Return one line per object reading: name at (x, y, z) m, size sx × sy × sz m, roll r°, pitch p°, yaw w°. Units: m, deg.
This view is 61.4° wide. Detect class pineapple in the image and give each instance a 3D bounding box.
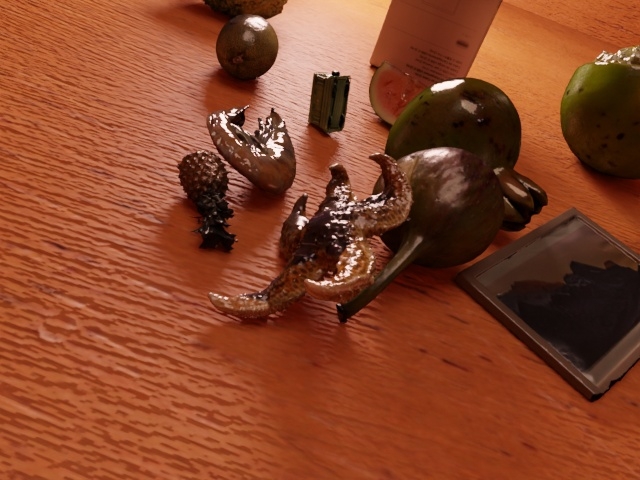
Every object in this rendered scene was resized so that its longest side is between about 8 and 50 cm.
pineapple at (-0.116, -0.036, 0.568) m, size 0.058 × 0.058 × 0.124 m, roll -1°, pitch 55°, yaw -27°

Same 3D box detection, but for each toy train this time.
toy train at (0.013, -0.211, 0.817) m, size 0.038 × 0.093 × 0.056 m, roll -17°, pitch 36°, yaw -39°

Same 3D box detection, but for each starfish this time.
starfish at (0.001, 0.002, 0.510) m, size 0.071 × 0.216 × 0.238 m, roll 53°, pitch 3°, yaw -18°

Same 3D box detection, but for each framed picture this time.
framed picture at (0.314, 0.059, 0.650) m, size 0.265 × 0.018 × 0.192 m, roll -23°, pitch 55°, yaw -35°

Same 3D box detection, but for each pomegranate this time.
pomegranate at (0.588, -0.239, 0.993) m, size 0.260 × 0.261 × 0.340 m, roll 26°, pitch 12°, yaw 6°
pomegranate at (0.198, -0.128, 0.746) m, size 0.189 × 0.159 × 0.241 m, roll 10°, pitch 42°, yaw -14°

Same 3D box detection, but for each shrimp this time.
shrimp at (-0.083, -0.131, 0.678) m, size 0.126 × 0.047 × 0.223 m, roll 35°, pitch 24°, yaw -21°

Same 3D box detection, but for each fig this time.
fig at (0.096, -0.005, 0.568) m, size 0.149 × 0.149 × 0.245 m, roll 32°, pitch 48°, yaw 14°

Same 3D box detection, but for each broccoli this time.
broccoli at (-0.158, -0.549, 1.095) m, size 0.226 × 0.176 × 0.198 m, roll 26°, pitch 47°, yaw -51°

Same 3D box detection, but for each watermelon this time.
watermelon at (0.149, -0.228, 0.931) m, size 0.163 × 0.087 × 0.069 m, roll 45°, pitch 11°, yaw 27°

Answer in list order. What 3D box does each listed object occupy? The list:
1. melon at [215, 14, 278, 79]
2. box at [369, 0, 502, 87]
melon at (-0.118, -0.320, 0.886) m, size 0.099 × 0.099 × 0.162 m, roll 16°, pitch 33°, yaw -7°
box at (0.240, -0.448, 1.102) m, size 0.203 × 0.252 × 0.106 m, roll 24°, pitch 33°, yaw 5°
